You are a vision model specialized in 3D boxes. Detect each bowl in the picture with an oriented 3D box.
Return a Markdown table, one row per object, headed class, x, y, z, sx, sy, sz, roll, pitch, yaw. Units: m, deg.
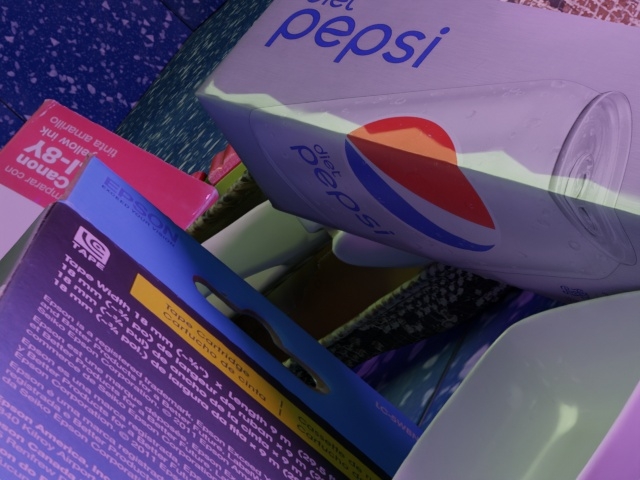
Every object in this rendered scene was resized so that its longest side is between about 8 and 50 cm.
| class | x | y | z | sx | sy | sz | roll | pitch | yaw |
| --- | --- | --- | --- | --- | --- | --- | --- | --- | --- |
| bowl | 0.094 | 0.090 | 0.728 | 0.142 | 0.053 | 0.142 | -51 | 15 | -26 |

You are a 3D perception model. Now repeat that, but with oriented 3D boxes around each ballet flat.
| class | x | y | z | sx | sy | sz | roll | pitch | yaw |
| --- | --- | --- | --- | --- | --- | --- | --- | --- | --- |
| ballet flat | 0.000 | 0.000 | 1.056 | 0.182 | 0.164 | 0.483 | -8 | -24 | -45 |

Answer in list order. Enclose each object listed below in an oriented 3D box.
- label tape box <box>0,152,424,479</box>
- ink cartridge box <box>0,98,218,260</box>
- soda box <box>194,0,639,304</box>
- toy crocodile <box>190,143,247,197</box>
| class | x | y | z | sx | sy | sz | roll | pitch | yaw |
| --- | --- | --- | --- | --- | --- | --- | --- | --- | --- |
| label tape box | -0.067 | 0.121 | 0.761 | 0.106 | 0.241 | 0.333 | -46 | 11 | 16 |
| ink cartridge box | -0.251 | 0.130 | 1.311 | 0.384 | 0.160 | 0.279 | -54 | -11 | -35 |
| soda box | 0.081 | -0.045 | 0.819 | 0.286 | 0.091 | 0.098 | 19 | 63 | 42 |
| toy crocodile | -0.096 | -0.021 | 1.638 | 0.340 | 0.105 | 0.115 | -43 | 13 | 19 |
